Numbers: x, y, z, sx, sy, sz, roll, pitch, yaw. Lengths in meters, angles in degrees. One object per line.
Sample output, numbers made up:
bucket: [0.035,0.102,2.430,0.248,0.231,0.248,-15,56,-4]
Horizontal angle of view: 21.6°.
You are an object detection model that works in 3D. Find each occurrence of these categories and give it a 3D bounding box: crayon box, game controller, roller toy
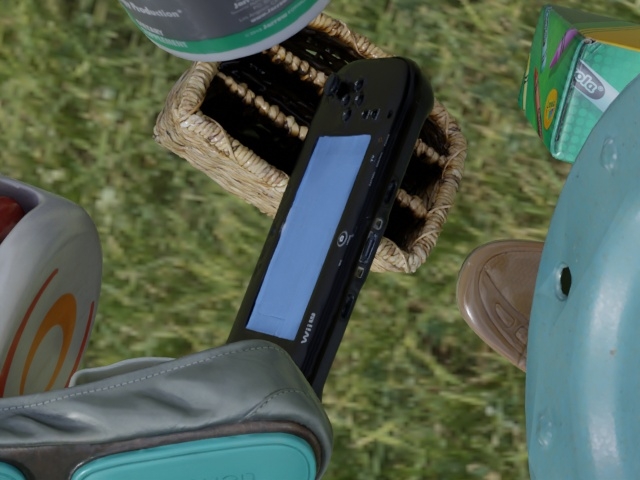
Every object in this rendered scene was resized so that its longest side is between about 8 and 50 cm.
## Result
crayon box: [0.281,-0.078,1.109,0.278,0.165,0.081,13,105,-5]
game controller: [0.000,0.000,1.367,0.319,0.067,0.166,-70,16,-6]
roller toy: [-0.230,0.045,1.004,0.146,0.191,0.209,20,78,9]

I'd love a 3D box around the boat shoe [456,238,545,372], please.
boat shoe: [0.266,0.079,1.516,0.123,0.342,0.123,-152,78,-73]

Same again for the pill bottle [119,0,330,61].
pill bottle: [-0.124,-0.311,1.238,0.204,0.361,0.204,-11,57,18]

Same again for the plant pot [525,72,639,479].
plant pot: [0.201,0.045,0.476,0.293,0.235,0.293,-177,90,-70]

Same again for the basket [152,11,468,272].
basket: [0.007,-0.121,1.733,0.213,0.299,0.223,-57,9,-9]

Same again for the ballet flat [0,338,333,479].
ballet flat: [-0.103,0.079,0.618,0.068,0.213,0.072,-113,21,-47]
